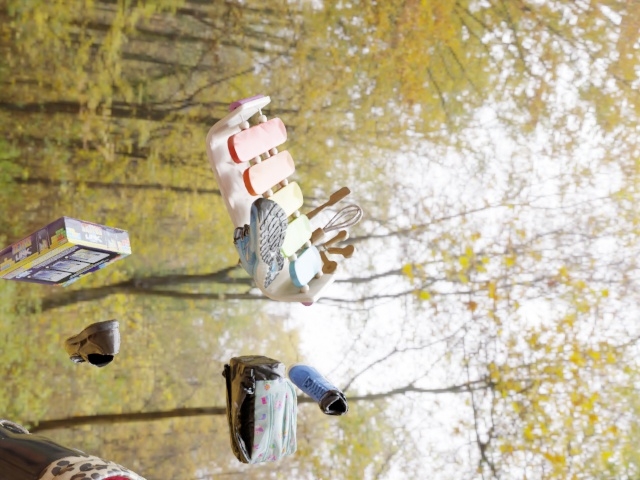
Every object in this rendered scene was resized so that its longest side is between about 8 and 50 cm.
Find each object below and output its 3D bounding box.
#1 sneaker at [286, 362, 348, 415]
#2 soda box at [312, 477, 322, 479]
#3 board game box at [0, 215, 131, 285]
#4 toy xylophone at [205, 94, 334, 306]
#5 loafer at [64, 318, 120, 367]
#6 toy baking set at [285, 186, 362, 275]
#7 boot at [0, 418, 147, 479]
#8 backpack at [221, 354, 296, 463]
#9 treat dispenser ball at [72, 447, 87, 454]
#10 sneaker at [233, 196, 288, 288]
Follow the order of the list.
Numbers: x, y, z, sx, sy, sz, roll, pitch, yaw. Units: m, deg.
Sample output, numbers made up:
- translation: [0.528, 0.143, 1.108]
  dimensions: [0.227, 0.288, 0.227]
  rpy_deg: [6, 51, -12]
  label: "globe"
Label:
- translation: [-0.002, 0.319, 1.598]
  dimensions: [0.058, 0.152, 0.084]
  rpy_deg: [-50, -162, -1]
  label: "sneaker"
- translation: [-0.013, 0.535, 1.541]
  dimensions: [0.183, 0.062, 0.058]
  rpy_deg: [110, -37, -79]
  label: "soda box"
- translation: [-0.429, 0.022, 1.258]
  dimensions: [0.170, 0.141, 0.048]
  rpy_deg: [-23, -111, 25]
  label: "board game box"
- translation: [-0.070, -0.066, 1.147]
  dimensions: [0.323, 0.081, 0.236]
  rpy_deg: [67, 22, -17]
  label: "toy xylophone"
- translation: [-0.462, 0.222, 1.518]
  dimensions: [0.220, 0.080, 0.078]
  rpy_deg: [-34, -112, 55]
  label: "loafer"
- translation: [-0.006, 0.002, 1.553]
  dimensions: [0.196, 0.030, 0.256]
  rpy_deg: [-14, -135, 24]
  label: "toy baking set"
- translation: [-0.303, 0.319, 0.868]
  dimensions: [0.138, 0.284, 0.377]
  rpy_deg: [-57, 145, -35]
  label: "boot"
- translation: [-0.104, 0.298, 1.310]
  dimensions: [0.152, 0.115, 0.182]
  rpy_deg: [176, -88, -71]
  label: "backpack"
- translation: [-0.574, 0.577, 1.571]
  dimensions: [0.288, 0.288, 0.288]
  rpy_deg: [-178, -90, -67]
  label: "treat dispenser ball"
- translation: [-0.091, 0.000, 1.016]
  dimensions: [0.063, 0.073, 0.162]
  rpy_deg: [-50, 161, -36]
  label: "sneaker"
